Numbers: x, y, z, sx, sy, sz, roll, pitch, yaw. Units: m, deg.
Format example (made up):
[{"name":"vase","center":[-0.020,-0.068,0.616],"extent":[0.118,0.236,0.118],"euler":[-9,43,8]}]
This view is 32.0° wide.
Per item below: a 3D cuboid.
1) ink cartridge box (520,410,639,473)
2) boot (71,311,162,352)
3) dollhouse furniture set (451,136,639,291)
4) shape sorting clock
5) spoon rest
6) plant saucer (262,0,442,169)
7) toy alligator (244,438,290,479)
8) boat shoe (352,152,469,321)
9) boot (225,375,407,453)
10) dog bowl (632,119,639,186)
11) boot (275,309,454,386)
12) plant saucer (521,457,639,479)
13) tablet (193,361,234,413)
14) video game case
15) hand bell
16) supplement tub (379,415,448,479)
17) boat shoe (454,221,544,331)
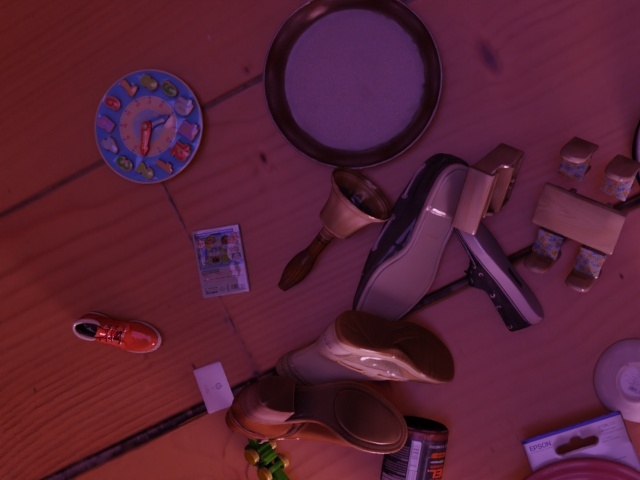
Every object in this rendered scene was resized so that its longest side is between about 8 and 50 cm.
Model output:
[{"name":"ink cartridge box","center":[0.480,0.479,1.875],"extent":[0.176,0.069,0.370],"euler":[-20,91,10]},{"name":"boot","center":[-0.366,0.169,1.996],"extent":[0.158,0.084,0.059],"euler":[12,92,7]},{"name":"dollhouse furniture set","center":[0.360,-0.049,1.793],"extent":[0.242,0.161,0.212],"euler":[25,120,20]},{"name":"shape sorting clock","center":[-0.308,-0.204,1.995],"extent":[0.206,0.040,0.206],"euler":[0,92,9]},{"name":"spoon rest","center":[0.586,0.267,1.853],"extent":[0.276,0.084,0.137],"euler":[30,95,21]},{"name":"plant saucer","center":[0.057,-0.277,1.929],"extent":[0.311,0.050,0.310],"euler":[0,91,10]},{"name":"toy alligator","center":[-0.085,0.411,1.976],"extent":[0.189,0.056,0.051],"euler":[55,141,3]},{"name":"boat shoe","center":[0.152,0.003,1.911],"extent":[0.112,0.095,0.335],"euler":[26,102,-28]},{"name":"boot","center":[-0.016,0.312,1.886],"extent":[0.284,0.220,0.109],"euler":[12,65,-16]},{"name":"dog bowl","center":[0.642,-0.145,1.807],"extent":[0.265,0.104,0.264],"euler":[0,91,9]},{"name":"boot","center":[0.078,0.215,1.910],"extent":[0.203,0.262,0.095],"euler":[-37,46,41]},{"name":"plant saucer","center":[0.438,0.524,1.813],"extent":[0.332,0.084,0.332],"euler":[1,93,11]},{"name":"tablet","center":[-0.191,0.264,2.009],"extent":[0.054,0.006,0.083],"euler":[-20,89,9]},{"name":"video game case","center":[-0.177,0.037,1.996],"extent":[0.087,0.011,0.122],"euler":[-9,90,10]},{"name":"hand bell","center":[0.000,0.000,1.920],"extent":[0.126,0.126,0.242],"euler":[44,117,5]},{"name":"supplement tub","center":[0.154,0.406,1.906],"extent":[0.106,0.106,0.197],"euler":[9,94,9]},{"name":"boat shoe","center":[0.284,0.059,1.879],"extent":[0.076,0.080,0.228],"euler":[-33,105,26]}]
